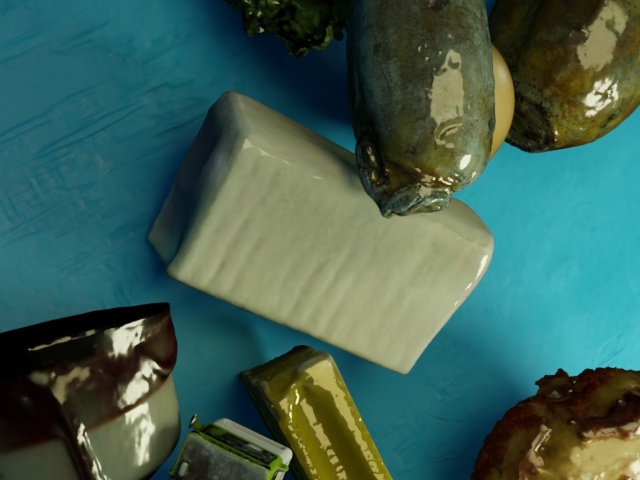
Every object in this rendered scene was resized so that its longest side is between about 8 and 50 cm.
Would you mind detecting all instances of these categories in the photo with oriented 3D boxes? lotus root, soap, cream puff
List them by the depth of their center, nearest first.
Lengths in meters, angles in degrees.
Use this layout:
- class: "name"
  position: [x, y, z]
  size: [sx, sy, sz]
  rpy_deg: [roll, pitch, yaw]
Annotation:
- class: "lotus root"
  position: [0.109, -0.196, 1.655]
  size: [0.175, 0.175, 0.349]
  rpy_deg: [2, 82, -30]
- class: "soap"
  position: [0.027, 0.271, 1.694]
  size: [0.091, 0.199, 0.314]
  rpy_deg: [-28, 93, -11]
- class: "cream puff"
  position: [0.333, 0.311, 1.850]
  size: [0.351, 0.229, 0.350]
  rpy_deg: [-2, 98, -14]
- class: "lotus root"
  position: [0.348, -0.272, 1.996]
  size: [0.250, 0.250, 0.346]
  rpy_deg: [41, 69, -16]

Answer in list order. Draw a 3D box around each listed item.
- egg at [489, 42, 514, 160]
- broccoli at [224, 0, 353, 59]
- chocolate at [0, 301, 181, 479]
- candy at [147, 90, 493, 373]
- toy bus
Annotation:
- class: "egg"
  position: [0.139, -0.174, 1.857]
  size: [0.201, 0.201, 0.244]
  rpy_deg: [56, 23, -8]
- class: "broccoli"
  position: [-0.021, -0.386, 1.786]
  size: [0.277, 0.318, 0.338]
  rpy_deg: [-28, 122, -57]
- class: "chocolate"
  position: [-0.261, 0.177, 1.519]
  size: [0.284, 0.284, 0.186]
  rpy_deg: [-14, 92, -32]
- class: "candy"
  position: [0.002, -0.001, 1.731]
  size: [0.359, 0.145, 0.208]
  rpy_deg: [25, 103, -24]
- class: "toy bus"
  position: [-0.134, 0.332, 1.555]
  size: [0.113, 0.139, 0.301]
  rpy_deg: [25, 101, 10]
